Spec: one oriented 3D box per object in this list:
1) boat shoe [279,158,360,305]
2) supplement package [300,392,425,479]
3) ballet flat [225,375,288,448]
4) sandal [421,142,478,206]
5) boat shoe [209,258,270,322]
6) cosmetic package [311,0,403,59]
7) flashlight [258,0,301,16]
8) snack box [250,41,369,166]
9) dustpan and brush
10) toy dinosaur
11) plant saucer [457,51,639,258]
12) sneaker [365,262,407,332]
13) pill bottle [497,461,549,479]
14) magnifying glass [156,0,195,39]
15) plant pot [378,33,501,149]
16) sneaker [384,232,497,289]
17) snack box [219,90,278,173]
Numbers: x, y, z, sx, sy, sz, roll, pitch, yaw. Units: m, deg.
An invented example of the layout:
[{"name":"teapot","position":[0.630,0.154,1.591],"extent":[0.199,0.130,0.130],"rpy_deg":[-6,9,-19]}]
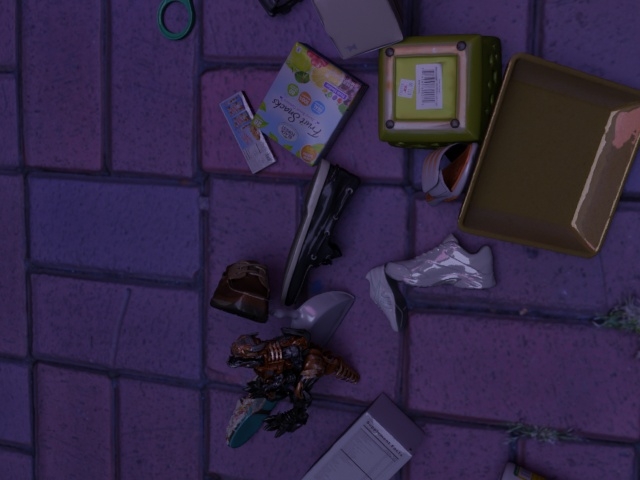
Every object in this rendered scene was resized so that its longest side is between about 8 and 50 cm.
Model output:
[{"name":"boat shoe","position":[0.000,-0.002,1.675],"extent":[0.113,0.127,0.340],"rpy_deg":[16,101,-7]},{"name":"supplement package","position":[0.092,0.479,1.698],"extent":[0.139,0.134,0.244],"rpy_deg":[43,109,9]},{"name":"ballet flat","position":[-0.151,0.378,1.809],"extent":[0.241,0.091,0.077],"rpy_deg":[-52,50,14]},{"name":"sandal","position":[0.228,-0.125,1.502],"extent":[0.076,0.265,0.102],"rpy_deg":[23,77,-5]},{"name":"boat shoe","position":[-0.167,0.097,1.653],"extent":[0.122,0.324,0.120],"rpy_deg":[20,87,-14]},{"name":"cosmetic package","position":[0.076,-0.508,1.473],"extent":[0.129,0.153,0.296],"rpy_deg":[-13,50,21]},{"name":"flashlight","position":[-0.151,-0.626,1.645],"extent":[0.103,0.103,0.304],"rpy_deg":[-37,86,23]},{"name":"snack box","position":[-0.024,-0.292,1.665],"extent":[0.174,0.070,0.207],"rpy_deg":[35,109,11]},{"name":"dustpan and brush","position":[-0.030,0.165,1.669],"extent":[0.060,0.211,0.147],"rpy_deg":[41,109,27]},{"name":"toy dinosaur","position":[-0.053,0.286,1.641],"extent":[0.321,0.164,0.219],"rpy_deg":[22,109,-14]},{"name":"plant saucer","position":[0.427,-0.156,1.457],"extent":[0.332,0.081,0.333],"rpy_deg":[11,105,-22]},{"name":"sneaker","position":[0.145,0.127,1.681],"extent":[0.061,0.053,0.152],"rpy_deg":[-17,89,35]},{"name":"pill bottle","position":[0.461,0.554,1.592],"extent":[0.208,0.117,0.118],"rpy_deg":[22,104,14]},{"name":"magnifying glass","position":[-0.318,-0.571,1.751],"extent":[0.092,0.026,0.231],"rpy_deg":[15,101,17]},{"name":"plant pot","position":[0.226,-0.291,1.507],"extent":[0.227,0.207,0.228],"rpy_deg":[3,98,19]},{"name":"sneaker","position":[0.251,0.042,1.617],"extent":[0.232,0.090,0.115],"rpy_deg":[1,91,10]},{"name":"snack box","position":[-0.162,-0.244,1.744],"extent":[0.064,0.022,0.178],"rpy_deg":[-26,89,21]}]
